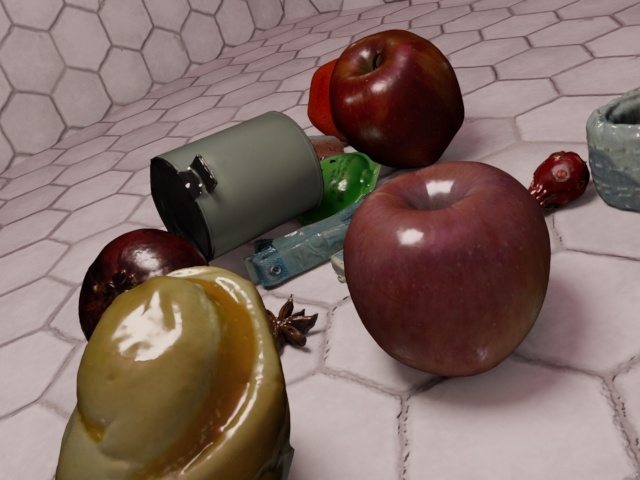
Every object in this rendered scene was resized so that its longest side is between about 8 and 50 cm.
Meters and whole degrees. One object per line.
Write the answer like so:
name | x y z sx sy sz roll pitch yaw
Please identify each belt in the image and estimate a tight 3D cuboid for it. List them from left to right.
belt | 0.000 0.000 1.181 0.302 0.072 0.087 -22 33 -10

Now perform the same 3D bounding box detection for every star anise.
star anise | -0.070 0.145 1.000 0.140 0.042 0.141 -12 31 7

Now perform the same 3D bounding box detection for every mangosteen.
mangosteen | -0.277 0.103 1.055 0.235 0.236 0.261 -12 -12 12

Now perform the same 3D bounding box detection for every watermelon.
watermelon | 0.000 -0.186 1.503 0.154 0.095 0.241 -15 29 -13

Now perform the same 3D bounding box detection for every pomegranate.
pomegranate | 0.067 -0.377 1.642 0.220 0.221 0.257 -23 22 -7

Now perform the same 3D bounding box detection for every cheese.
cheese | -0.007 -0.105 1.340 0.320 0.083 0.204 -11 48 40

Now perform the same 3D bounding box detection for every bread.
bread | -0.131 0.196 0.664 0.210 0.342 0.301 12 32 7

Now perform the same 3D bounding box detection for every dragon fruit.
dragon fruit | 0.404 -0.089 1.086 0.190 0.094 0.094 -39 34 -17

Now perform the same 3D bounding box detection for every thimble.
thimble | 0.575 -0.164 1.018 0.250 0.172 0.205 -11 28 17

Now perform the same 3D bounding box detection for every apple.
apple | 0.163 -0.304 1.346 0.288 0.317 0.288 -16 58 28
apple | 0.174 0.035 0.848 0.305 0.235 0.306 -12 28 7

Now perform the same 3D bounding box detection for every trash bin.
trash bin | -0.159 -0.105 1.179 0.262 0.217 0.277 -29 -10 -28

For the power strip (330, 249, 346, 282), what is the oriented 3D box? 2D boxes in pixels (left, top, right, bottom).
power strip | 0.109 0.017 1.123 0.192 0.035 0.081 -29 30 -17
